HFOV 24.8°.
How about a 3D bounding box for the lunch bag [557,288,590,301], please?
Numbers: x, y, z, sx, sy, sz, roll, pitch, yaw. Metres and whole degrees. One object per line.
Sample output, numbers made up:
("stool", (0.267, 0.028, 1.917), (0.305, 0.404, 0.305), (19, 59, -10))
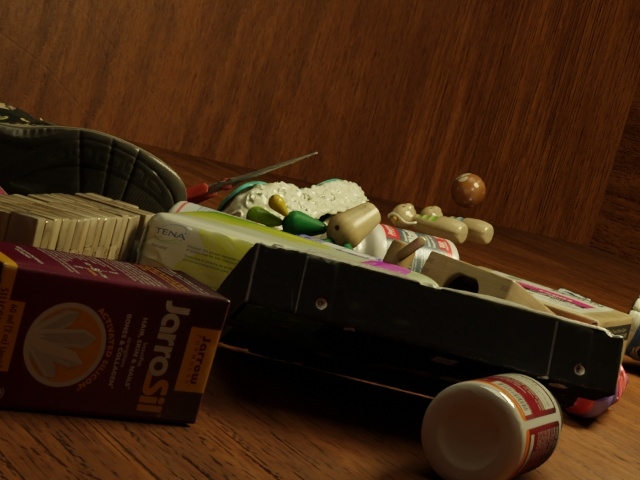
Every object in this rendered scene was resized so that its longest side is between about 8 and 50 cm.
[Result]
("lunch bag", (0.345, 0.114, 2.016), (0.053, 0.083, 0.071), (11, 7, -34))

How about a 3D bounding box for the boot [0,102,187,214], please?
("boot", (-0.374, -0.101, 1.963), (0.377, 0.138, 0.284), (9, 8, -11))

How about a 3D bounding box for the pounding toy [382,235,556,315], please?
("pounding toy", (0.146, 0.071, 1.735), (0.206, 0.094, 0.181), (21, -10, 41))

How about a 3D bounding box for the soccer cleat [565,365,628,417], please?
("soccer cleat", (0.312, 0.154, 1.640), (0.095, 0.083, 0.248), (20, 4, -1))

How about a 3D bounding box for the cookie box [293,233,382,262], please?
("cookie box", (0.010, 0.051, 1.729), (0.107, 0.092, 0.040), (18, 10, 16))

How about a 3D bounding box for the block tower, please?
("block tower", (-0.263, 0.006, 1.445), (0.091, 0.097, 0.335), (16, 7, 12))

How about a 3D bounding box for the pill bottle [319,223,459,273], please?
("pill bottle", (0.089, 0.033, 2.002), (0.180, 0.108, 0.108), (13, 7, -23))

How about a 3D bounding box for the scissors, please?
("scissors", (-0.150, -0.071, 1.999), (0.297, 0.021, 0.109), (-20, -15, 27))

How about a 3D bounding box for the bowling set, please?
("bowling set", (0.178, -0.015, 2.285), (0.154, 0.200, 0.287), (16, 2, 30))

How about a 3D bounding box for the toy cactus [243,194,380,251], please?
("toy cactus", (0.000, 0.000, 1.887), (0.180, 0.112, 0.219), (-35, 48, -28))

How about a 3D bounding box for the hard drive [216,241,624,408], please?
("hard drive", (0.077, 0.088, 1.343), (0.339, 0.064, 0.237), (14, -15, -9))

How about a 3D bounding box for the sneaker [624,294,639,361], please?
("sneaker", (0.555, 0.159, 2.100), (0.147, 0.130, 0.330), (38, 21, 34))

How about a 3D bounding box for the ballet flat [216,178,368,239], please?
("ballet flat", (-0.018, -0.006, 2.137), (0.147, 0.147, 0.409), (18, 10, 24))

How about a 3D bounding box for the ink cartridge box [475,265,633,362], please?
("ink cartridge box", (0.268, 0.105, 1.896), (0.234, 0.088, 0.193), (18, 8, 23))

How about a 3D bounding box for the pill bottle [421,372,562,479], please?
("pill bottle", (0.147, 0.153, 1.193), (0.086, 0.086, 0.152), (18, 6, 25))

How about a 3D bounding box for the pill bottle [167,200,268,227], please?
("pill bottle", (-0.112, 0.012, 1.782), (0.160, 0.087, 0.087), (17, 7, 13))

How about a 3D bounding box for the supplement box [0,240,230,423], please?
("supplement box", (-0.174, 0.068, 1.071), (0.188, 0.104, 0.081), (11, 9, -36))

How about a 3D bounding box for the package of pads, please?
("package of pads", (-0.035, 0.050, 1.589), (0.296, 0.101, 0.229), (16, 5, 13))

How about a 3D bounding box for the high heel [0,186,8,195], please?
("high heel", (-0.461, -0.047, 1.632), (0.244, 0.082, 0.117), (29, 38, -4))
